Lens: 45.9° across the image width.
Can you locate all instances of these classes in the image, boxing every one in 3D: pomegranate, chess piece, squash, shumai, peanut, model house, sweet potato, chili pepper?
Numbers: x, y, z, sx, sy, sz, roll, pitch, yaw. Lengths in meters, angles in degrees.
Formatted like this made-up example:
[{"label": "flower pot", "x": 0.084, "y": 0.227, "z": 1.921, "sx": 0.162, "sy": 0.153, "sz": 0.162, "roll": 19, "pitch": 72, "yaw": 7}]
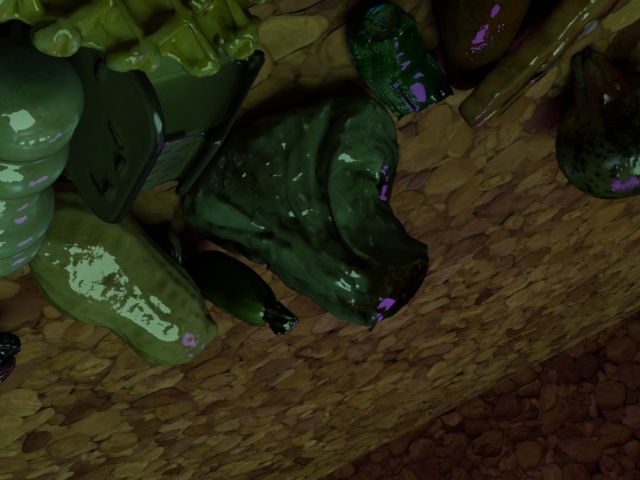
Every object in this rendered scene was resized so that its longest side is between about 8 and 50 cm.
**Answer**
[{"label": "pomegranate", "x": 0.457, "y": -0.190, "z": 1.166, "sx": 0.214, "sy": 0.214, "sz": 0.247, "roll": -32, "pitch": 114, "yaw": 9}, {"label": "chess piece", "x": -0.271, "y": -0.071, "z": 0.639, "sx": 0.133, "sy": 0.133, "sz": 0.243, "roll": -3, "pitch": 155, "yaw": -37}, {"label": "squash", "x": -0.133, "y": 0.057, "z": 1.036, "sx": 0.080, "sy": 0.318, "sz": 0.071, "roll": 41, "pitch": 76, "yaw": -30}, {"label": "shumai", "x": 0.000, "y": 0.000, "z": 0.982, "sx": 0.304, "sy": 0.263, "sz": 0.309, "roll": -23, "pitch": 153, "yaw": -7}, {"label": "peanut", "x": -0.254, "y": 0.052, "z": 0.942, "sx": 0.148, "sy": 0.147, "sz": 0.319, "roll": -32, "pitch": 130, "yaw": 9}, {"label": "model house", "x": -0.119, "y": -0.174, "z": 0.719, "sx": 0.279, "sy": 0.204, "sz": 0.218, "roll": -28, "pitch": 174, "yaw": -35}, {"label": "sweet potato", "x": 0.181, "y": -0.270, "z": 0.860, "sx": 0.112, "sy": 0.112, "sz": 0.359, "roll": -19, "pitch": 153, "yaw": -14}, {"label": "chili pepper", "x": 0.097, "y": -0.214, "z": 0.928, "sx": 0.098, "sy": 0.060, "sz": 0.224, "roll": -11, "pitch": 161, "yaw": 19}]

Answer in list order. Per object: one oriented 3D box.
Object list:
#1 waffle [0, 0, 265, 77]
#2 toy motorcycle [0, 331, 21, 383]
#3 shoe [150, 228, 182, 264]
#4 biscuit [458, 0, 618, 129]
[{"label": "waffle", "x": -0.139, "y": -0.249, "z": 0.530, "sx": 0.250, "sy": 0.261, "sz": 0.056, "roll": 6, "pitch": -179, "yaw": -33}, {"label": "toy motorcycle", "x": -0.514, "y": 0.165, "z": 1.032, "sx": 0.213, "sy": 0.082, "sz": 0.122, "roll": -8, "pitch": 148, "yaw": -10}, {"label": "shoe", "x": -0.267, "y": 0.039, "z": 1.040, "sx": 0.169, "sy": 0.071, "sz": 0.099, "roll": -41, "pitch": 142, "yaw": 26}, {"label": "biscuit", "x": 0.306, "y": -0.262, "z": 0.945, "sx": 0.334, "sy": 0.047, "sz": 0.202, "roll": -46, "pitch": 174, "yaw": 9}]
